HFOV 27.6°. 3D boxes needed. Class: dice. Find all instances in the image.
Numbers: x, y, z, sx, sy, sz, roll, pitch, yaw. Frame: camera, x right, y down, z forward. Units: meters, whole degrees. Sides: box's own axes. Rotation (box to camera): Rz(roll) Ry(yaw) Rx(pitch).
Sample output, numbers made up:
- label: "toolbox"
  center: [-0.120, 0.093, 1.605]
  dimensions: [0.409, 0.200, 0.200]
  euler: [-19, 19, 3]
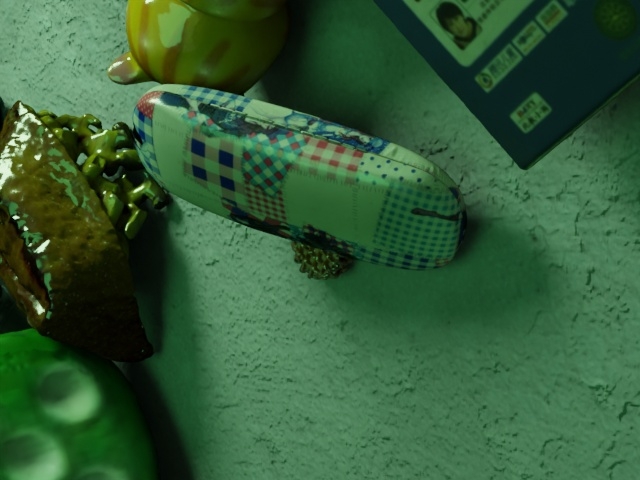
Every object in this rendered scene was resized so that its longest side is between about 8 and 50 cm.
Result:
- label: "dice"
  center: [-0.370, 0.285, 1.472]
  dimensions: [0.297, 0.287, 0.300]
  euler: [-39, 66, 50]

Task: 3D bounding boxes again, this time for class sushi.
- label: "sushi"
  center: [-0.273, -0.014, 1.433]
  dimensions: [0.296, 0.179, 0.167]
  euler: [59, 149, 20]

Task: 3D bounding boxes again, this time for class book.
- label: "book"
  center: [0.094, -0.284, 0.919]
  dimensions: [0.428, 0.039, 0.300]
  euler: [50, 141, 3]

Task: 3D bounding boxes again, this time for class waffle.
- label: "waffle"
  center: [0.000, 0.000, 1.251]
  dimensions: [0.083, 0.029, 0.075]
  euler: [-3, 95, 47]

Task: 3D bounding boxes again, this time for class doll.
- label: "doll"
  center: [-0.085, -0.252, 1.187]
  dimensions: [0.166, 0.162, 0.270]
  euler: [28, 132, 9]

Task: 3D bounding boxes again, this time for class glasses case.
- label: "glasses case"
  center: [-0.024, -0.057, 1.167]
  dimensions: [0.327, 0.076, 0.125]
  euler: [17, 144, 20]

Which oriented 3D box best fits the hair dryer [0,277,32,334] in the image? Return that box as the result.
- label: "hair dryer"
  center: [-0.424, 0.032, 1.508]
  dimensions: [0.235, 0.091, 0.272]
  euler: [29, 161, 7]

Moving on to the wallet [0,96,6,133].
- label: "wallet"
  center: [-0.494, -0.073, 1.688]
  dimensions: [0.251, 0.054, 0.290]
  euler: [22, 109, 34]
